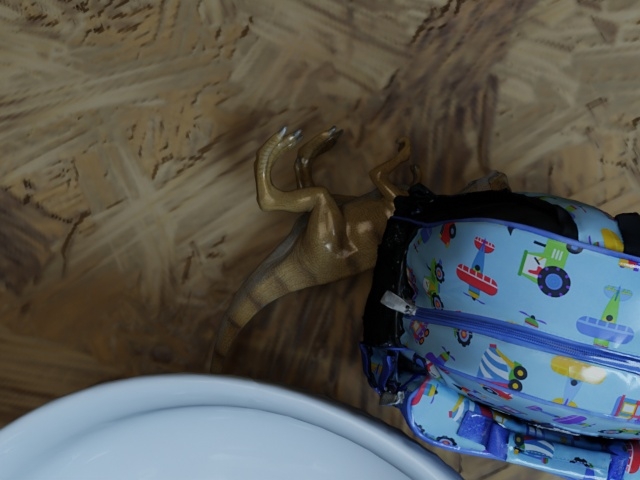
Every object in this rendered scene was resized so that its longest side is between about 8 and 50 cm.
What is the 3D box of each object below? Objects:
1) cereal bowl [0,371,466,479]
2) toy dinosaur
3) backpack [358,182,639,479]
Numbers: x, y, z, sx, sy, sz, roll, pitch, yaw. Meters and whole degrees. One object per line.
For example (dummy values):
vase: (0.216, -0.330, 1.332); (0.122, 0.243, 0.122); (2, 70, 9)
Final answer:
cereal bowl: (-0.042, 0.229, 0.415); (0.339, 0.141, 0.338); (-1, 83, 10)
toy dinosaur: (0.000, 0.000, 0.479); (0.212, 0.064, 0.112); (-27, 80, 6)
backpack: (0.104, 0.043, 0.383); (0.158, 0.173, 0.116); (16, 88, -9)
